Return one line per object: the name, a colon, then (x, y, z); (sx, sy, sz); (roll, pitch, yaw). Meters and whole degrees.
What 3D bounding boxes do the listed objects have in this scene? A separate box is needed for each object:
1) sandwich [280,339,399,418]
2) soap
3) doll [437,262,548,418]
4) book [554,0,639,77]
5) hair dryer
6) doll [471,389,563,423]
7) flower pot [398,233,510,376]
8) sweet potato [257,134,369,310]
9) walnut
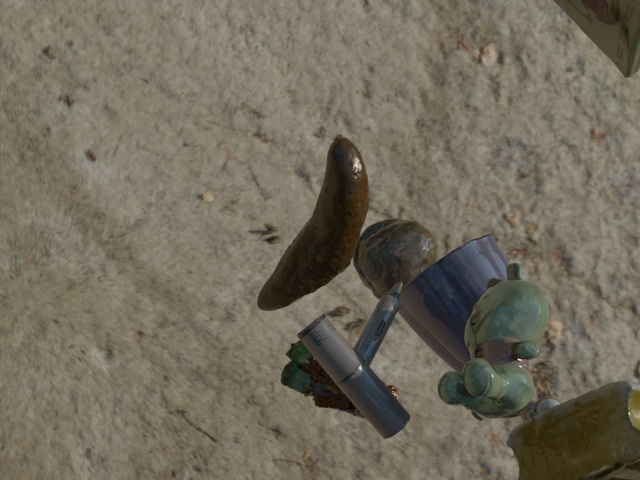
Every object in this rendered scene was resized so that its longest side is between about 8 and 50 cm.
sandwich: (0.027, 0.262, 1.291); (0.185, 0.160, 0.109); (30, 91, -49)
soap: (0.558, 0.391, 1.311); (0.335, 0.293, 0.156); (17, 51, -30)
doll: (0.257, 0.147, 1.014); (0.113, 0.155, 0.275); (36, 43, 0)
book: (0.257, -0.292, 0.720); (0.022, 0.162, 0.232); (-27, 61, -2)
hair dryer: (0.093, 0.158, 1.084); (0.195, 0.053, 0.220); (51, 43, 2)
doll: (0.562, 0.472, 2.025); (0.278, 0.119, 0.154); (20, 90, 16)
flower pot: (0.323, 0.154, 1.524); (0.265, 0.265, 0.243); (-26, 70, -22)
sweet potato: (0.004, 0.000, 1.152); (0.114, 0.092, 0.341); (24, 119, -6)
walnut: (0.216, 0.055, 1.988); (0.248, 0.248, 0.248); (2, 85, -22)
